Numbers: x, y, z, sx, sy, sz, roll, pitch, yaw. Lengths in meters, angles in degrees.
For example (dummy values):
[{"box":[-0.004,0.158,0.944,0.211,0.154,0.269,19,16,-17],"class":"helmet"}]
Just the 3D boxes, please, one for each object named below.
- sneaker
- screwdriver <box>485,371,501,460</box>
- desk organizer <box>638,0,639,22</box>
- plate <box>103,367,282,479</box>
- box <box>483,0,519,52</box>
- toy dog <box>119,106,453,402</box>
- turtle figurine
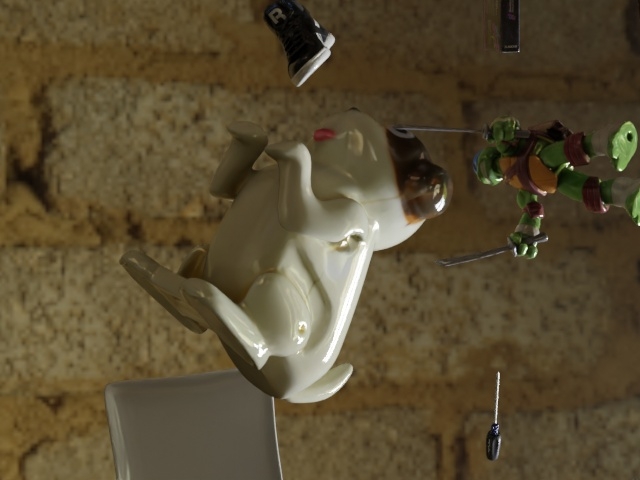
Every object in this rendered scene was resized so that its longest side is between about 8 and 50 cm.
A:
[{"box":[-0.048,-0.326,1.977,0.079,0.121,0.217,-42,-168,18],"class":"sneaker"},{"box":[0.265,0.267,1.856,0.024,0.170,0.025,-7,-143,-8],"class":"screwdriver"},{"box":[0.402,-0.317,1.455,0.050,0.130,0.047,0,-149,23],"class":"desk organizer"},{"box":[-0.202,0.351,2.024,0.278,0.277,0.045,-7,-175,4],"class":"plate"},{"box":[0.241,-0.311,1.644,0.029,0.116,0.162,-2,-169,1],"class":"box"},{"box":[0.000,0.000,1.712,0.395,0.408,0.284,46,166,-21],"class":"toy dog"},{"box":[0.281,-0.067,1.626,0.266,0.198,0.274,0,-176,42],"class":"turtle figurine"}]
